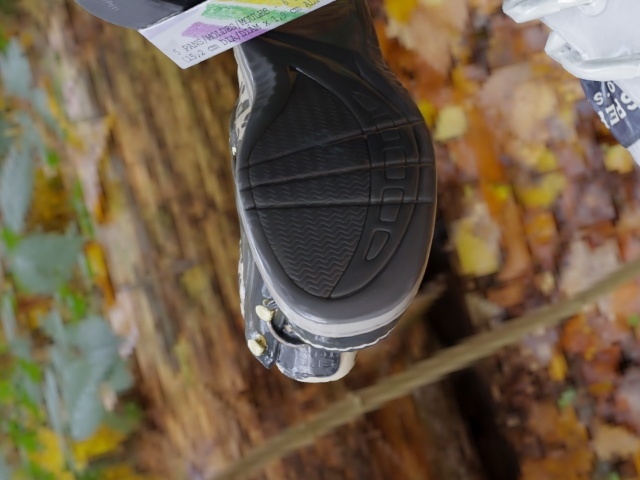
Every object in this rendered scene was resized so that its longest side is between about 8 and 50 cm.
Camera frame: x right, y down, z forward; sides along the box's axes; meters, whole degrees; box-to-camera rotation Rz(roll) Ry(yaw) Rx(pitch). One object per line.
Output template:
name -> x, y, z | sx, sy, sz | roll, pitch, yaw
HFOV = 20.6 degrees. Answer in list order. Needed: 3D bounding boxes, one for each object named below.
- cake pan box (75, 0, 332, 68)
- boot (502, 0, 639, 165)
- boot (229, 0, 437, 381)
cake pan box -> -0.049, -0.229, 1.153 | 0.246, 0.267, 0.070 | 41, -148, -59
boot -> 0.042, -0.067, 0.346 | 0.095, 0.258, 0.123 | -34, -70, -59
boot -> 0.000, 0.000, 1.316 | 0.377, 0.138, 0.284 | -106, 11, -45
